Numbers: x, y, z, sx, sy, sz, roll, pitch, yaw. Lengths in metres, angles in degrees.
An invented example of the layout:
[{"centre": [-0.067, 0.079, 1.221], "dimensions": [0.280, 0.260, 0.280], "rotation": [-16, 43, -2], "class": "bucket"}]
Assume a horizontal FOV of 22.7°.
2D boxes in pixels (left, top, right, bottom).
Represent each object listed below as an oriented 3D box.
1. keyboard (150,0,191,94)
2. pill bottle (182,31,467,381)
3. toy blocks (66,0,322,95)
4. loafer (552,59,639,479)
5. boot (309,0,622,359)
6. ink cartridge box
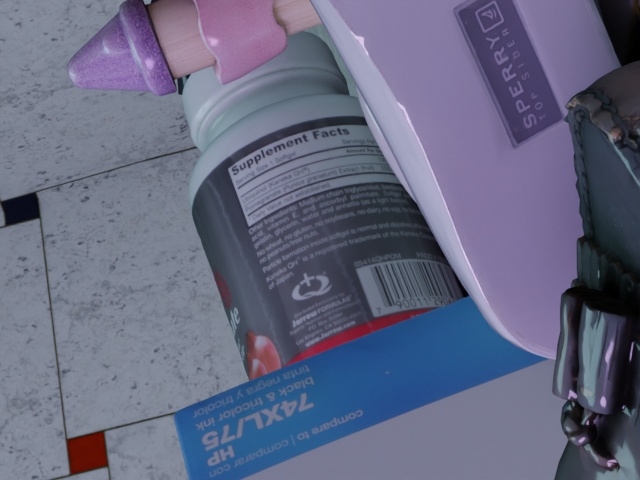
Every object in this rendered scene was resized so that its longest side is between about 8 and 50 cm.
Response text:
[{"centre": [-0.107, -0.210, 1.293], "dimensions": [0.108, 0.023, 0.180], "rotation": [-25, -66, -53], "class": "keyboard"}, {"centre": [0.000, 0.000, 1.229], "dimensions": [0.176, 0.176, 0.319], "rotation": [72, 177, -64], "class": "pill bottle"}, {"centre": [-0.118, -0.230, 0.739], "dimensions": [0.288, 0.260, 0.309], "rotation": [76, 173, -83], "class": "toy blocks"}, {"centre": [0.099, 0.085, 0.403], "dimensions": [0.096, 0.084, 0.268], "rotation": [-114, 3, -71], "class": "loafer"}, {"centre": [0.026, -0.090, 0.475], "dimensions": [0.123, 0.095, 0.258], "rotation": [-128, 15, -63], "class": "boot"}, {"centre": [0.073, 0.200, 0.760], "dimensions": [0.270, 0.197, 0.198], "rotation": [-112, 2, -48], "class": "ink cartridge box"}]
